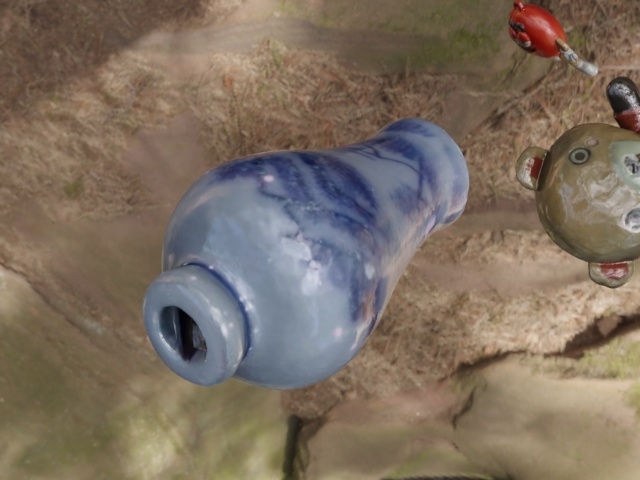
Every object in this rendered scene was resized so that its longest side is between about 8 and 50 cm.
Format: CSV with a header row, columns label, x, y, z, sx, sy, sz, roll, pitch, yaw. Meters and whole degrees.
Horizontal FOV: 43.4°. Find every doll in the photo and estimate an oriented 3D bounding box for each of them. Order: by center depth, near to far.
label,x,y,z,sx,sy,sz,roll,pitch,yaw
doll,0.439,-0.103,1.087,0.235,0.330,0.174,56,175,8
doll,0.457,-0.409,1.641,0.217,0.183,0.085,29,101,-43

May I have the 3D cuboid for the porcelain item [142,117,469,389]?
label,x,y,z,sx,sy,sz,roll,pitch,yaw
porcelain item,0.000,0.000,0.512,0.141,0.259,0.141,17,122,30
